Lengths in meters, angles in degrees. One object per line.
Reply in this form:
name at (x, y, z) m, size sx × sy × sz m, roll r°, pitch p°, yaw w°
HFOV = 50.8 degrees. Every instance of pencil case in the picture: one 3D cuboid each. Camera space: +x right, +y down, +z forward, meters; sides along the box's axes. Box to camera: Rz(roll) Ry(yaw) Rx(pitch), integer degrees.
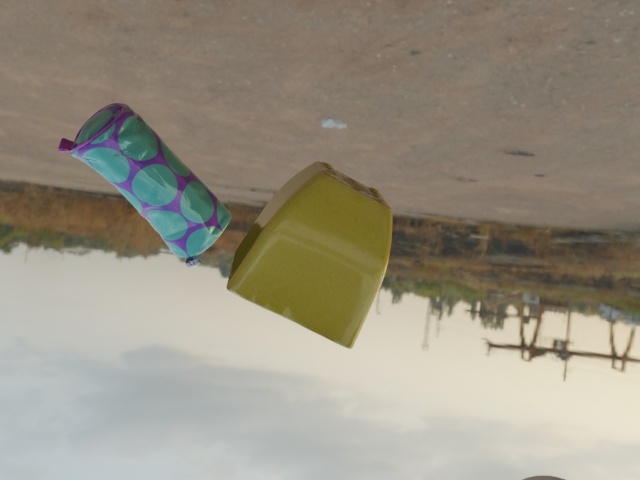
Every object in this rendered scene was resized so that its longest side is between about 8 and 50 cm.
pencil case at (-0.147, -0.048, 0.590) m, size 0.070 × 0.064 × 0.151 m, roll -25°, pitch 128°, yaw 19°

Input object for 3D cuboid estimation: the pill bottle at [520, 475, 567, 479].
pill bottle at (0.107, 0.169, 0.313) m, size 0.067 × 0.067 × 0.120 m, roll 7°, pitch -156°, yaw 15°

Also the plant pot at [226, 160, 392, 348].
plant pot at (0.000, 0.000, 0.409) m, size 0.082 × 0.083 × 0.081 m, roll 26°, pitch -168°, yaw -10°
